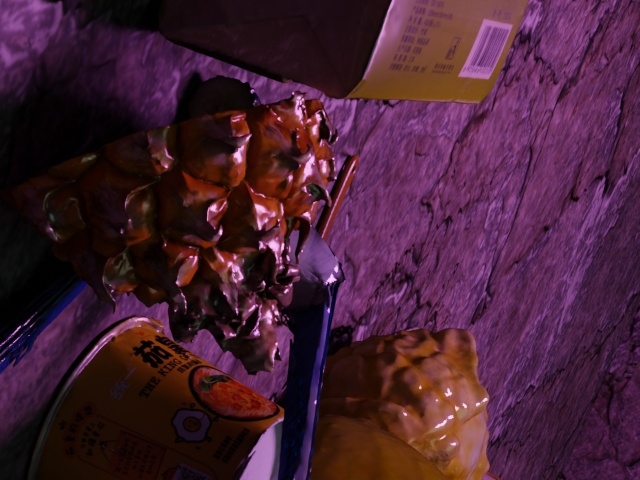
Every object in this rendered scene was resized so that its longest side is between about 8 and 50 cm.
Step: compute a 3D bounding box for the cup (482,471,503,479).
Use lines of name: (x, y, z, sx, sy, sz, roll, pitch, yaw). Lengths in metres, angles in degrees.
cup: (0.109, 0.325, 1.764, 0.241, 0.226, 0.185, -25, 135, -73)

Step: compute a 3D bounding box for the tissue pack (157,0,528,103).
tissue pack: (0.038, -0.206, 1.081, 0.274, 0.167, 0.200, -8, 118, -66)

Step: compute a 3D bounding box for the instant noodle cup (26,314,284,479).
instant noodle cup: (-0.104, 0.164, 1.150, 0.182, 0.144, 0.182, -52, 155, -37)

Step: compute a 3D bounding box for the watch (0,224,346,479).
watch: (-0.063, 0.101, 1.043, 0.068, 0.276, 0.274, -37, -168, 50)

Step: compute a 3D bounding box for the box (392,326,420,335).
box: (0.074, 0.151, 1.781, 0.167, 0.024, 0.090, -8, 119, -66)

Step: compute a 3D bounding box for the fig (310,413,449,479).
fig: (0.001, 0.306, 1.327, 0.343, 0.343, 0.343, -52, 156, -36)

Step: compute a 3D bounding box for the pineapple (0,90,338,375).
pineapple: (-0.050, -0.005, 0.964, 0.249, 0.140, 0.164, -2, 73, -46)

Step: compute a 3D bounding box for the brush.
brush: (0.000, 0.000, 1.439, 0.170, 0.014, 0.043, -67, 162, -3)

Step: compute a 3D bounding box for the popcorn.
popcorn: (0.078, 0.201, 1.590, 0.255, 0.195, 0.256, -60, 159, -15)

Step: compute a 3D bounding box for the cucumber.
cucumber: (-0.048, -0.065, 1.180, 0.058, 0.058, 0.187, -64, 159, -8)
